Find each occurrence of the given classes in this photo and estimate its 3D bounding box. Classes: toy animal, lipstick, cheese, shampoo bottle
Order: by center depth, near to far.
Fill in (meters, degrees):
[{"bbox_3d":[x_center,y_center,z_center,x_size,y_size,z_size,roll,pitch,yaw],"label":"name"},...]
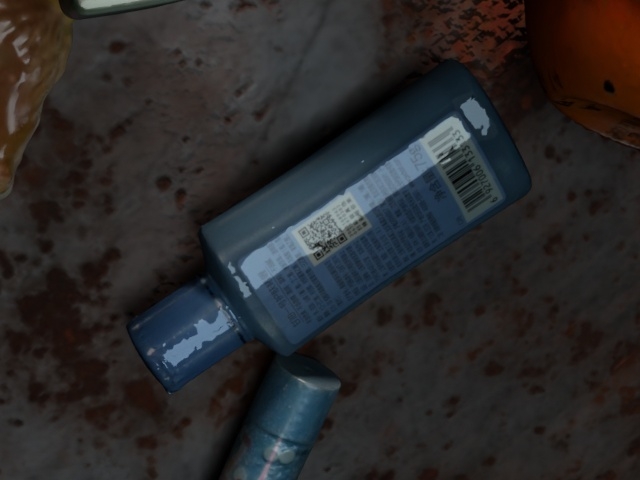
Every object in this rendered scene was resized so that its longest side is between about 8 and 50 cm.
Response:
[{"bbox_3d":[-0.183,-0.144,0.853,0.184,0.104,0.185,35,102,-30],"label":"toy animal"},{"bbox_3d":[0.160,-0.136,0.931,0.329,0.217,0.129,25,86,-11],"label":"cheese"},{"bbox_3d":[0.000,0.000,1.006,0.258,0.061,0.104,-34,121,-3],"label":"shampoo bottle"},{"bbox_3d":[-0.039,0.150,1.068,0.048,0.048,0.158,17,107,-26],"label":"lipstick"}]

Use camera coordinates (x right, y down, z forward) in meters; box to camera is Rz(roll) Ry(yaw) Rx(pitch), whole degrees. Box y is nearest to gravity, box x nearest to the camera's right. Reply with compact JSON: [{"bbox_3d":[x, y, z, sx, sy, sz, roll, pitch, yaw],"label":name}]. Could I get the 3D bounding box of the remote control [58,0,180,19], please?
[{"bbox_3d":[-0.095,-0.286,0.794,0.145,0.050,0.344,-17,100,-16],"label":"remote control"}]
